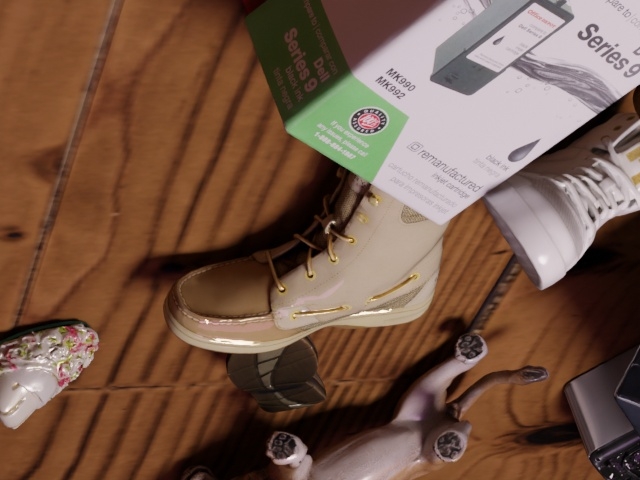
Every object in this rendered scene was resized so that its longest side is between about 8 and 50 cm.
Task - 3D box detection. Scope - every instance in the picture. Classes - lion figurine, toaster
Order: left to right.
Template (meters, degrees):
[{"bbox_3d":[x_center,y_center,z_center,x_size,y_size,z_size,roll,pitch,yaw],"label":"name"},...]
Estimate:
[{"bbox_3d":[0.041,0.233,1.770,0.392,0.142,0.240,-19,162,-10],"label":"lion figurine"},{"bbox_3d":[0.374,0.203,1.897,0.185,0.110,0.168,-31,141,16],"label":"toaster"}]

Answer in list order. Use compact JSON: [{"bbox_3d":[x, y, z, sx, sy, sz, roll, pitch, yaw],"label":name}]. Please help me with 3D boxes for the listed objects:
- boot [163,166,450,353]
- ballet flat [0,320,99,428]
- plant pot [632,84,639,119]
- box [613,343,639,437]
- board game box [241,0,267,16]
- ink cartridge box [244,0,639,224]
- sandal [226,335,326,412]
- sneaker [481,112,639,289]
[{"bbox_3d":[0.000,0.000,1.487,0.262,0.095,0.203,-5,142,-20],"label":"boot"},{"bbox_3d":[-0.313,0.144,1.555,0.241,0.077,0.091,-17,143,-3],"label":"ballet flat"},{"bbox_3d":[0.412,-0.171,1.361,0.237,0.237,0.254,6,124,-29],"label":"plant pot"},{"bbox_3d":[0.490,0.143,1.675,0.293,0.212,0.395,-58,143,-15],"label":"box"},{"bbox_3d":[0.073,-0.226,1.286,0.281,0.027,0.145,-20,145,2],"label":"board game box"},{"bbox_3d":[0.125,-0.166,1.259,0.289,0.121,0.211,-36,141,22],"label":"ink cartridge box"},{"bbox_3d":[-0.038,0.113,1.654,0.090,0.060,0.219,-10,159,8],"label":"sandal"},{"bbox_3d":[0.223,-0.048,1.435,0.169,0.108,0.292,-29,-175,7],"label":"sneaker"}]
